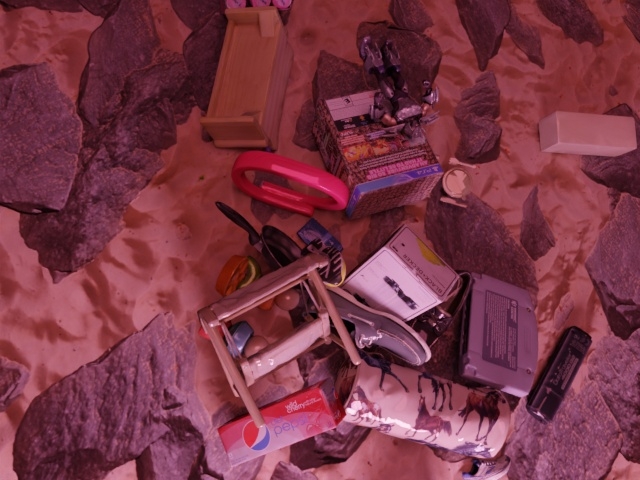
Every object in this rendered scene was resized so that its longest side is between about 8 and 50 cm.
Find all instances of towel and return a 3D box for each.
[{"bbox_3d":[0.000,0.000,1.273,0.119,0.029,0.067,44,70,2],"label":"towel"}]

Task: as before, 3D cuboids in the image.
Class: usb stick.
[{"bbox_3d":[0.634,0.353,1.302,0.077,0.045,0.278,36,71,7],"label":"usb stick"}]

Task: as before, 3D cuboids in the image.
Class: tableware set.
[{"bbox_3d":[0.331,-0.175,1.387,0.194,0.039,0.128,15,84,-2],"label":"tableware set"}]

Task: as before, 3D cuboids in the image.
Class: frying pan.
[{"bbox_3d":[-0.108,0.033,1.122,0.053,0.326,0.197,-42,63,15],"label":"frying pan"}]

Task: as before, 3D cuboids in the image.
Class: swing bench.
[{"bbox_3d":[-0.089,0.182,1.002,0.253,0.165,0.254,-26,107,-21],"label":"swing bench"}]

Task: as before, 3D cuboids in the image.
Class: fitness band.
[{"bbox_3d":[-0.072,-0.134,1.199,0.291,0.209,0.054,17,71,-5],"label":"fitness band"}]

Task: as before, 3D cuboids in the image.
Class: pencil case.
[{"bbox_3d":[0.232,0.375,1.149,0.410,0.160,0.183,18,59,-7],"label":"pencil case"}]

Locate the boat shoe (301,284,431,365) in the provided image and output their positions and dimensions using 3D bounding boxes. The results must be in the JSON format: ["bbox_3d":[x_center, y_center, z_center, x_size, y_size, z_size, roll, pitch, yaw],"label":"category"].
[{"bbox_3d":[0.099,0.214,1.149,0.319,0.116,0.099,29,53,22],"label":"boat shoe"}]

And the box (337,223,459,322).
[{"bbox_3d":[0.162,0.103,1.136,0.169,0.290,0.087,44,57,3],"label":"box"}]

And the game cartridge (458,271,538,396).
[{"bbox_3d":[0.459,0.238,1.258,0.196,0.060,0.294,18,56,-3],"label":"game cartridge"}]

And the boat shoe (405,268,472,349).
[{"bbox_3d":[0.291,0.183,1.250,0.103,0.092,0.285,40,71,1],"label":"boat shoe"}]

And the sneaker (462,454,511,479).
[{"bbox_3d":[0.404,0.555,1.195,0.135,0.052,0.058,-26,77,-18],"label":"sneaker"}]

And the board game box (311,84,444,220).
[{"bbox_3d":[0.139,-0.234,1.284,0.232,0.141,0.291,-16,70,-15],"label":"board game box"}]

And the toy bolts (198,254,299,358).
[{"bbox_3d":[-0.155,0.159,1.108,0.159,0.218,0.228,26,80,7],"label":"toy bolts"}]

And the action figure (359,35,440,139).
[{"bbox_3d":[0.189,-0.369,1.223,0.185,0.099,0.285,-16,73,-21],"label":"action figure"}]

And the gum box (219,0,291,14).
[{"bbox_3d":[-0.179,-0.671,1.371,0.188,0.107,0.062,-12,118,-15],"label":"gum box"}]

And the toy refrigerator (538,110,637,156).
[{"bbox_3d":[0.812,-0.322,1.501,0.270,0.094,0.102,1,82,-11],"label":"toy refrigerator"}]

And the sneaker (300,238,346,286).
[{"bbox_3d":[0.023,0.065,1.162,0.081,0.208,0.094,-37,113,0],"label":"sneaker"}]

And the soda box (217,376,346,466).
[{"bbox_3d":[-0.083,0.390,1.055,0.263,0.083,0.092,-27,79,16],"label":"soda box"}]

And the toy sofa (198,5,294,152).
[{"bbox_3d":[-0.187,-0.417,1.303,0.150,0.177,0.362,3,73,15],"label":"toy sofa"}]
